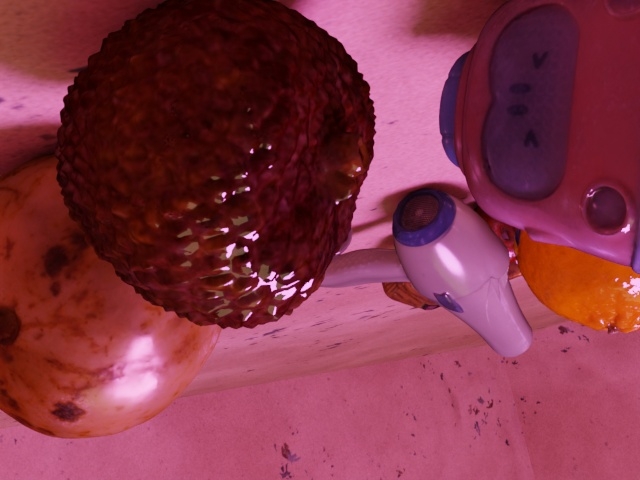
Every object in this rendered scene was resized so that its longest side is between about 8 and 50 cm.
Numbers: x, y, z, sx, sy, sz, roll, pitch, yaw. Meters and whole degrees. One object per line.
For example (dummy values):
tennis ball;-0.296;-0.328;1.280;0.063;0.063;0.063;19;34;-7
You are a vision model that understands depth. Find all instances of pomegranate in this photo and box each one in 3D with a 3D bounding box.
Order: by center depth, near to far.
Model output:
pomegranate;-0.176;0.036;0.774;0.215;0.215;0.215;-13;168;-3

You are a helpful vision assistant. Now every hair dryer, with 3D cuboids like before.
hair dryer;0.135;0.064;1.259;0.296;0.119;0.298;34;146;-27

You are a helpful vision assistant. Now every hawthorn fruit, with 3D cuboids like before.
hawthorn fruit;0.223;-0.005;1.272;0.093;0.093;0.093;-13;168;-3

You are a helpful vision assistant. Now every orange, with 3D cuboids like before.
orange;0.329;0.004;1.153;0.219;0.193;0.219;4;140;3

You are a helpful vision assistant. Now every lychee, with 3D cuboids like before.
lychee;-0.056;-0.049;0.572;0.195;0.194;0.194;-13;168;-3

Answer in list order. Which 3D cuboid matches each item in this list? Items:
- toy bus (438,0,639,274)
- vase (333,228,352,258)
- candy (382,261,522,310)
toy bus;0.207;-0.077;0.675;0.232;0.197;0.294;8;-175;33
vase;0.000;0.000;1.149;0.053;0.053;0.101;-10;172;-13
candy;0.221;0.020;1.377;0.271;0.101;0.143;-15;170;-8
